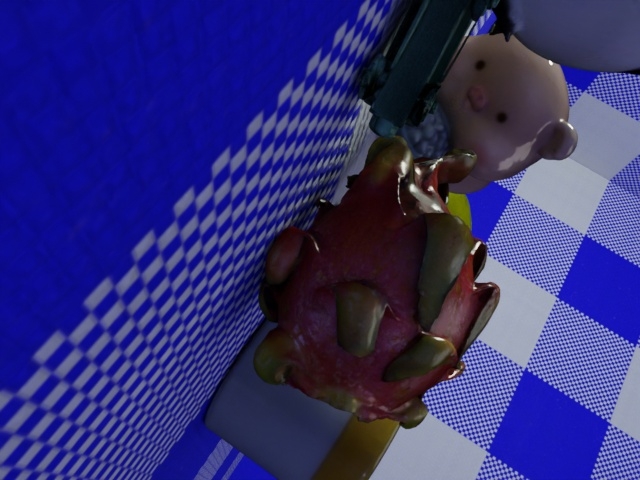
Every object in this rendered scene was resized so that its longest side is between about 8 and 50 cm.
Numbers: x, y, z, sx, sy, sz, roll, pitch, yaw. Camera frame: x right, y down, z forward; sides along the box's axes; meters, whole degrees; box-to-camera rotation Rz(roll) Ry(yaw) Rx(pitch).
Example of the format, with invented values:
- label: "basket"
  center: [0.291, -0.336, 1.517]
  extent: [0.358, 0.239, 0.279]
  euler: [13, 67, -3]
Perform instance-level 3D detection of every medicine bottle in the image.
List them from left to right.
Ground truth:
- label: "medicine bottle"
  center: [-0.013, 0.238, 0.803]
  extent: [0.238, 0.232, 0.238]
  euler: [-55, 171, -12]

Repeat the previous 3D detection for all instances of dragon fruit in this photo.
- label: "dragon fruit"
  center: [0.063, 0.033, 0.565]
  extent: [0.243, 0.228, 0.307]
  euler: [-60, -175, 33]

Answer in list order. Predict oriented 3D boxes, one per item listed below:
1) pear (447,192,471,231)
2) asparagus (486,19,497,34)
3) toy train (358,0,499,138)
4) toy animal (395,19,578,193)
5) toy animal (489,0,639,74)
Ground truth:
- label: "pear"
  center: [0.180, -0.033, 1.016]
  extent: [0.212, 0.212, 0.269]
  euler: [-62, 176, 31]
- label: "asparagus"
  center: [0.431, -0.543, 1.247]
  extent: [0.166, 0.013, 0.016]
  euler: [-60, 161, 18]
- label: "toy train"
  center: [0.089, -0.168, 0.447]
  extent: [0.172, 0.070, 0.099]
  euler: [-62, 178, 25]
- label: "toy animal"
  center: [0.222, -0.166, 0.757]
  extent: [0.230, 0.210, 0.221]
  euler: [-24, 171, 15]
- label: "toy animal"
  center: [0.269, -0.294, 0.433]
  extent: [0.251, 0.251, 0.310]
  euler: [-43, 154, -61]
